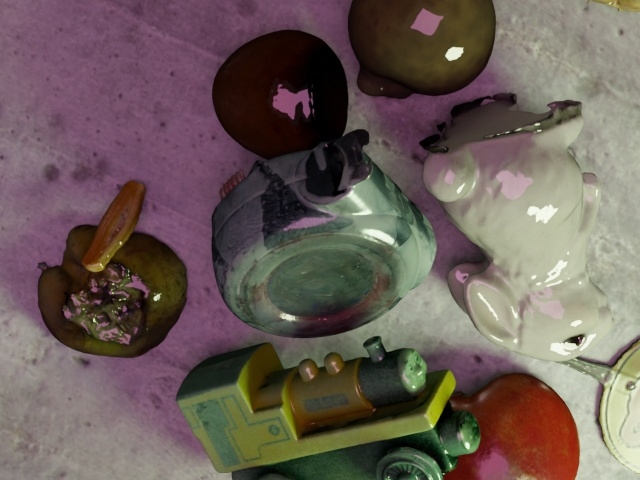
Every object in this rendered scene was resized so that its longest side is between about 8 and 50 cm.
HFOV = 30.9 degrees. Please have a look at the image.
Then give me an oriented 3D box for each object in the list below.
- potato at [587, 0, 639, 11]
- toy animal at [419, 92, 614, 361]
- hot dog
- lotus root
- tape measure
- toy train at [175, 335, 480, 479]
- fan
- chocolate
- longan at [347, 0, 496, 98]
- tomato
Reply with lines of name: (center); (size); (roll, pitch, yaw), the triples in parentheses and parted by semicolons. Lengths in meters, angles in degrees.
potato: (0.422, -0.367, 1.417); (0.234, 0.128, 0.161); (-14, 111, -5)
toy animal: (0.252, 0.000, 1.474); (0.257, 0.194, 0.357); (-20, 111, -18)
hot dog: (-0.264, -0.016, 1.502); (0.044, 0.028, 0.137); (13, 60, 18)
lotus root: (-0.282, 0.076, 1.535); (0.203, 0.078, 0.183); (5, 102, -1)
tape measure: (0.000, 0.000, 1.441); (0.275, 0.147, 0.256); (-26, 138, 20)
toy train: (0.018, 0.230, 1.485); (0.368, 0.150, 0.237); (-18, 106, 30)
fan: (0.457, 0.212, 1.610); (0.335, 0.011, 0.230); (20, 102, -6)
chocolate: (-0.052, -0.178, 1.448); (0.176, 0.177, 0.177); (0, 103, -1)
longan: (0.119, -0.255, 1.423); (0.185, 0.159, 0.204); (38, 117, -11)
tomato: (0.241, 0.296, 1.560); (0.233, 0.139, 0.200); (-25, 100, 5)
